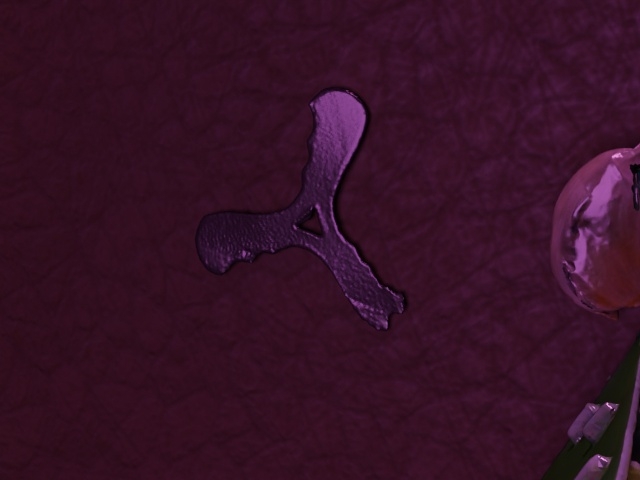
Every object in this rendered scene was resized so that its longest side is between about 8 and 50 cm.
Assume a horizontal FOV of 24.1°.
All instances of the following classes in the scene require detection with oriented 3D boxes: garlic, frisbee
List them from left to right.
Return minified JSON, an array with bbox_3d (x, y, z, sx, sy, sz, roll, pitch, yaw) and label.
[{"bbox_3d":[0.000,0.000,1.251,0.211,0.012,0.187,-40,82,27],"label":"frisbee"},{"bbox_3d":[0.211,-0.014,1.119,0.084,0.066,0.152,-5,103,0],"label":"garlic"}]

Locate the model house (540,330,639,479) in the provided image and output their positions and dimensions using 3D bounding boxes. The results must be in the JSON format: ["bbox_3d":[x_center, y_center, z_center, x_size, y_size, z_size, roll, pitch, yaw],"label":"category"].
[{"bbox_3d":[0.267,0.291,1.081,0.312,0.242,0.358,28,117,0],"label":"model house"}]

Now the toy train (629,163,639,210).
[{"bbox_3d":[0.298,0.024,0.977,0.115,0.269,0.154,-14,105,-12],"label":"toy train"}]
